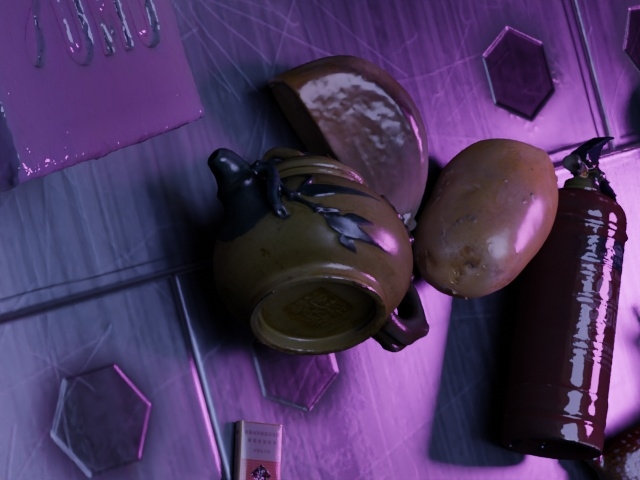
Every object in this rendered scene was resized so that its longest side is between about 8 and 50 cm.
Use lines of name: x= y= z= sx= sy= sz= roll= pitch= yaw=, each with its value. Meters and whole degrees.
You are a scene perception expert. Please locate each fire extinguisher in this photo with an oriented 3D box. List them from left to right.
fire extinguisher: x=0.254 y=0.044 z=1.829 sx=0.138 sy=0.102 sz=0.344 roll=33 pitch=61 yaw=-53

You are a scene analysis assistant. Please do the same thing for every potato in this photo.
potato: x=0.156 y=-0.020 z=1.754 sx=0.118 sy=0.109 sz=0.178 roll=32 pitch=58 yaw=2

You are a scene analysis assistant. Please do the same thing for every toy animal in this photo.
toy animal: x=0.371 y=0.191 z=1.891 sx=0.243 sy=0.087 sz=0.260 roll=-21 pitch=97 yaw=-38

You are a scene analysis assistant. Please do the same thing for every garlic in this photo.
garlic: x=0.042 y=-0.101 z=1.709 sx=0.101 sy=0.087 sz=0.196 roll=-44 pitch=111 yaw=-18

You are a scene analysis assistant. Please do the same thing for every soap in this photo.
soap: x=-0.224 y=-0.185 z=1.316 sx=0.285 sy=0.107 sz=0.296 roll=70 pitch=23 yaw=-6

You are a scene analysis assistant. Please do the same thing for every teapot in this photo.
teapot: x=0.000 y=0.000 z=1.624 sx=0.269 sy=0.173 sz=0.183 roll=29 pitch=41 yaw=-39

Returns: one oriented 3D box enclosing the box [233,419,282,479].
box: x=-0.055 y=0.202 z=1.626 sx=0.046 sy=0.012 sz=0.083 roll=11 pitch=74 yaw=-35
